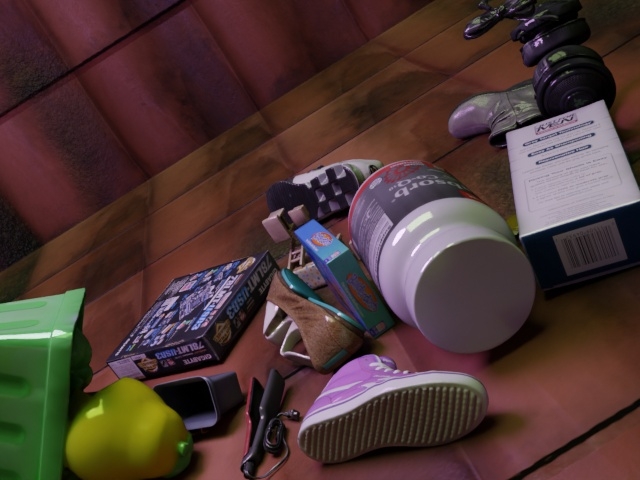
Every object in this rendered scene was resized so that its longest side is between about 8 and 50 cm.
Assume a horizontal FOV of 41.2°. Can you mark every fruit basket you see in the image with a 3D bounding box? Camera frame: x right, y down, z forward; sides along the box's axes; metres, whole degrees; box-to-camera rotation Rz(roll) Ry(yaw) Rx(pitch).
[{"bbox_3d":[-0.392,0.287,1.401,0.392,0.392,0.283,-33,17,-1],"label":"fruit basket"}]

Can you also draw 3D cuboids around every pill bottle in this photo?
[{"bbox_3d":[0.175,0.017,1.288,0.210,0.210,0.363,-32,21,2],"label":"pill bottle"}]

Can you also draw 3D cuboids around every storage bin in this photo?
[{"bbox_3d":[-0.198,0.270,1.435,0.135,0.098,0.091,-17,-2,35],"label":"storage bin"}]

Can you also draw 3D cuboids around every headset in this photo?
[{"bbox_3d":[0.393,-0.307,1.485,0.185,0.394,0.243,-24,61,21],"label":"headset"}]

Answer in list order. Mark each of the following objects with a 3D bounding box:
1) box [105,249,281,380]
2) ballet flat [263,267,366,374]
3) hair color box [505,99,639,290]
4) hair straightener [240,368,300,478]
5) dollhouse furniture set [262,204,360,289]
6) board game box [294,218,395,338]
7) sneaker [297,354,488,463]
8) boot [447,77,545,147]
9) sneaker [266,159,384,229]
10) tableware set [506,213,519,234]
[{"bbox_3d":[-0.261,0.157,1.777,0.293,0.073,0.295,-16,26,34],"label":"box"},{"bbox_3d":[-0.033,0.144,1.473,0.124,0.116,0.342,-54,27,-2],"label":"ballet flat"},{"bbox_3d":[0.390,-0.079,1.308,0.174,0.105,0.347,-18,28,19],"label":"hair color box"},{"bbox_3d":[-0.079,0.275,1.297,0.089,0.047,0.230,-25,22,18],"label":"hair straightener"},{"bbox_3d":[0.000,0.000,1.634,0.182,0.161,0.101,-22,23,27],"label":"dollhouse furniture set"},{"bbox_3d":[0.038,0.061,1.453,0.047,0.160,0.210,-34,22,-5],"label":"board game box"},{"bbox_3d":[0.104,0.197,1.149,0.282,0.102,0.161,-18,22,32],"label":"sneaker"},{"bbox_3d":[0.367,-0.250,1.797,0.247,0.083,0.161,-20,30,32],"label":"boot"},{"bbox_3d":[0.015,-0.113,1.959,0.331,0.122,0.146,-11,12,46],"label":"sneaker"},{"bbox_3d":[0.370,-0.043,1.411,0.104,0.024,0.154,8,42,49],"label":"tableware set"}]
